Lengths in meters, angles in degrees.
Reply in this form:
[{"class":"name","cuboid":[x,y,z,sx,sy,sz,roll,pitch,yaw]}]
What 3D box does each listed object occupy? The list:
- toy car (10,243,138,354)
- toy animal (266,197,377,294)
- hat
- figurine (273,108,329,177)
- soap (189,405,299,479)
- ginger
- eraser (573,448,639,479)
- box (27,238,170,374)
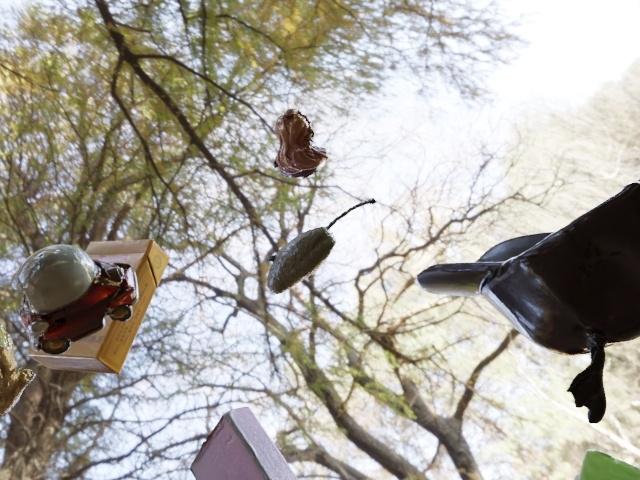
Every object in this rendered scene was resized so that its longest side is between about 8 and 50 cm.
[{"class":"toy car","cuboid":[-0.306,0.055,0.593,0.139,0.112,0.112,-20,-46,-10]},{"class":"toy animal","cuboid":[0.003,-0.005,0.835,0.253,0.079,0.070,-43,-62,-11]},{"class":"hat","cuboid":[0.289,0.074,0.572,0.238,0.208,0.336,-18,-9,-34]},{"class":"figurine","cuboid":[-0.047,-0.207,1.067,0.126,0.114,0.157,-9,-39,-1]},{"class":"soap","cuboid":[-0.138,0.489,0.961,0.081,0.259,0.181,7,-61,-51]},{"class":"ginger","cuboid":[-0.324,0.125,0.476,0.057,0.044,0.137,-54,-23,-54]},{"class":"eraser","cuboid":[0.417,0.431,0.619,0.274,0.210,0.092,-40,-42,-46]},{"class":"box","cuboid":[-0.443,0.127,0.995,0.076,0.175,0.274,66,-151,-49]}]
